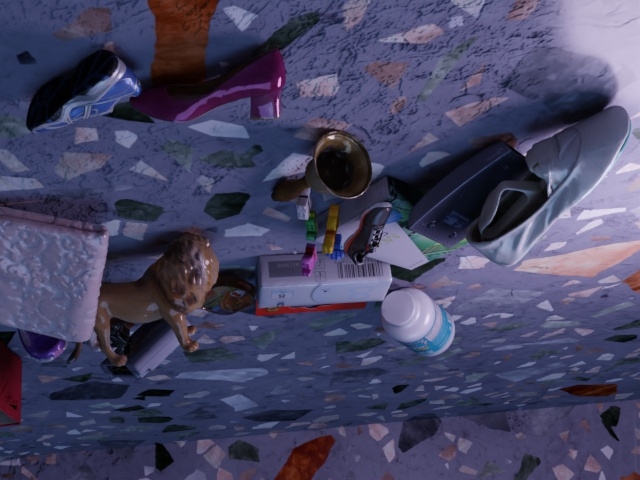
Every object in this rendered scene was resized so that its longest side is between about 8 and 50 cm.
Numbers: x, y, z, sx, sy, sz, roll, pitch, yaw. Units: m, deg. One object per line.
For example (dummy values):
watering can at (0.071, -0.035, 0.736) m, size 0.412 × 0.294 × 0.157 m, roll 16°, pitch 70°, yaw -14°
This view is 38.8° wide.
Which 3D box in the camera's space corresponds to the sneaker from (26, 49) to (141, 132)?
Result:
sneaker at (-0.366, -0.210, 1.389) m, size 0.211 × 0.080 × 0.081 m, roll -20°, pitch 150°, yaw 29°

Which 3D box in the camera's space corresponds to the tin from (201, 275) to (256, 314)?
tin at (-0.230, 0.133, 2.199) m, size 0.106 × 0.040 × 0.190 m, roll 23°, pitch 150°, yaw -28°

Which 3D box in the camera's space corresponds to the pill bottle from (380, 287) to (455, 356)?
pill bottle at (0.252, 0.212, 2.414) m, size 0.146 × 0.146 × 0.264 m, roll -17°, pitch 154°, yaw 21°

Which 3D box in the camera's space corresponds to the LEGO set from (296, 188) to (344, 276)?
LEGO set at (0.000, 0.000, 1.841) m, size 0.087 × 0.093 × 0.227 m, roll 5°, pitch 140°, yaw 10°

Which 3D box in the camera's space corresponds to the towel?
towel at (-0.596, 0.069, 1.806) m, size 0.317 × 0.053 × 0.331 m, roll 11°, pitch 134°, yaw -12°

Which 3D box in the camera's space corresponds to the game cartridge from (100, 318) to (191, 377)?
game cartridge at (-0.427, 0.258, 2.252) m, size 0.062 × 0.198 × 0.297 m, roll 48°, pitch 153°, yaw -14°

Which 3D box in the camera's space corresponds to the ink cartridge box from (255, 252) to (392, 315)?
ink cartridge box at (-0.006, 0.142, 2.259) m, size 0.308 × 0.091 × 0.385 m, roll -4°, pitch 155°, yaw -7°

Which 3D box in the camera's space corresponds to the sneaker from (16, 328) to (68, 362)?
sneaker at (-0.652, 0.176, 2.034) m, size 0.095 × 0.236 × 0.104 m, roll -35°, pitch 142°, yaw -16°

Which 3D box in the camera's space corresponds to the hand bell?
hand bell at (-0.024, -0.109, 1.709) m, size 0.126 × 0.126 × 0.242 m, roll 9°, pitch 163°, yaw -32°

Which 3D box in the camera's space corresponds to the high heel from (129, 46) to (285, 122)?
high heel at (-0.176, -0.246, 1.399) m, size 0.244 × 0.082 × 0.117 m, roll 4°, pitch 128°, yaw 4°

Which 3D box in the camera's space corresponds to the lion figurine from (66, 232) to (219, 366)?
lion figurine at (-0.398, 0.133, 1.965) m, size 0.392 × 0.142 × 0.240 m, roll -15°, pitch 115°, yaw 0°

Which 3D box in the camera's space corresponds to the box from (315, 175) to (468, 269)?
box at (0.172, -0.029, 1.964) m, size 0.322 × 0.058 × 0.232 m, roll 15°, pitch 148°, yaw -41°

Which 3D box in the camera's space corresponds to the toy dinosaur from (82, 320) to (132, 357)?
toy dinosaur at (-0.549, 0.181, 2.141) m, size 0.219 × 0.164 × 0.322 m, roll 9°, pitch 172°, yaw 0°

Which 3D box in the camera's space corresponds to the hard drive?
hard drive at (0.305, -0.091, 1.803) m, size 0.255 × 0.054 × 0.172 m, roll -39°, pitch 143°, yaw 25°

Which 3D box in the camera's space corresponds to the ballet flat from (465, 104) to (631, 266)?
ballet flat at (0.411, -0.102, 1.702) m, size 0.139 × 0.139 × 0.400 m, roll 9°, pitch 134°, yaw -32°

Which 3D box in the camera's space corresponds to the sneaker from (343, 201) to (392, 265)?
sneaker at (0.106, -0.010, 1.818) m, size 0.061 × 0.064 × 0.158 m, roll 0°, pitch 138°, yaw -34°

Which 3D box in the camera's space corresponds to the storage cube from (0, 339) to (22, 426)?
storage cube at (-0.918, 0.391, 2.433) m, size 0.215 × 0.193 × 0.183 m, roll -7°, pitch 156°, yaw -2°
